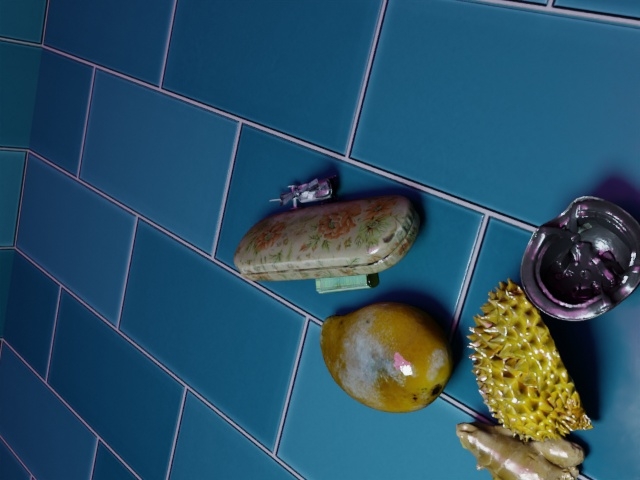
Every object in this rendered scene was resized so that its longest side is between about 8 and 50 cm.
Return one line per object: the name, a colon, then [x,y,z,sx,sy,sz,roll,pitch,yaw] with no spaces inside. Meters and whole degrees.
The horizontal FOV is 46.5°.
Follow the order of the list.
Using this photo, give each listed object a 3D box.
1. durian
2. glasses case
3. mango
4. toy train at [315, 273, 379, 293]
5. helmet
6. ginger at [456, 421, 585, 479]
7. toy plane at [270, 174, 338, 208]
durian: [0.293,0.183,1.121,0.137,0.183,0.250,-24,68,15]
glasses case: [0.000,0.000,1.413,0.425,0.157,0.098,-7,130,43]
mango: [0.101,0.201,1.325,0.316,0.146,0.193,5,88,50]
toy train: [0.050,0.064,1.441,0.147,0.038,0.071,-10,87,43]
helmet: [0.384,0.033,1.067,0.177,0.107,0.153,-44,62,20]
ginger: [0.309,0.353,1.174,0.205,0.081,0.115,6,108,37]
toy plane: [-0.026,-0.096,1.484,0.197,0.078,0.054,-9,87,58]
